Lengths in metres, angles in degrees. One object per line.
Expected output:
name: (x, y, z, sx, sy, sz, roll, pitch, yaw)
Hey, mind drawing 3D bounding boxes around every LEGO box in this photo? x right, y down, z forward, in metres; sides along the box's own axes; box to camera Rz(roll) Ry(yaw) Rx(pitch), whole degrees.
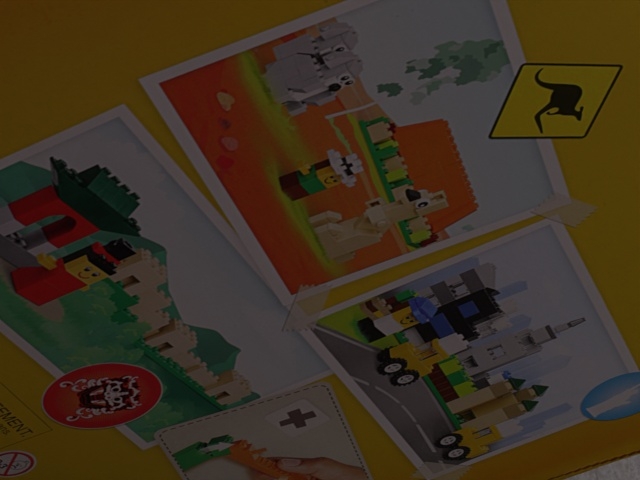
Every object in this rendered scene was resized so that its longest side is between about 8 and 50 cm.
LEGO box: (-0.024, -0.059, 0.689, 0.500, 0.372, 0.193, 58, 15, -53)
